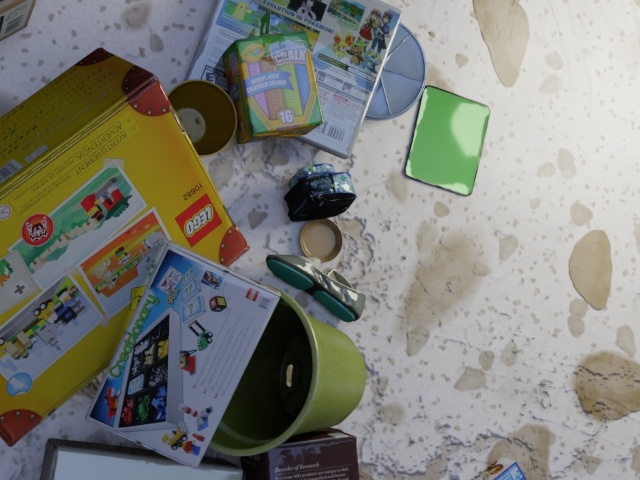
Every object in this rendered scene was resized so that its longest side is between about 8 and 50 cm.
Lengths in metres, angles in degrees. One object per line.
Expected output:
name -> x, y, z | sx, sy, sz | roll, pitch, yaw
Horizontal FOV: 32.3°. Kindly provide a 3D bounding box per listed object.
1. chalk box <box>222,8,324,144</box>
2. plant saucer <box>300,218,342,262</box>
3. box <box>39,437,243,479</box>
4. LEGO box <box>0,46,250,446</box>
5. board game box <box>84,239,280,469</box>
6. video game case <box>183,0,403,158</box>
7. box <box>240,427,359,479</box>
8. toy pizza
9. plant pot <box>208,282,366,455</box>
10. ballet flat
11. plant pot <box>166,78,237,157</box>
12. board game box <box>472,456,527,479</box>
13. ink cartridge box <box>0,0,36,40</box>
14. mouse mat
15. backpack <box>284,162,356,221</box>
chalk box -> -0.089, -0.286, 1.909 | 0.132, 0.132, 0.213 | -11, 89, -14
plant saucer -> 0.000, 0.000, 2.035 | 0.083, 0.015, 0.083 | 1, 86, -20
box -> -0.301, 0.410, 1.831 | 0.311, 0.148, 0.121 | 11, 83, -18
LEGO box -> -0.407, 0.006, 1.710 | 0.500, 0.193, 0.372 | -40, 131, -18
board game box -> -0.213, 0.177, 1.713 | 0.193, 0.053, 0.305 | 26, 95, -5
video game case -> -0.047, -0.345, 2.009 | 0.329, 0.036, 0.300 | 22, 83, -12
box -> -0.035, 0.437, 1.913 | 0.167, 0.168, 0.203 | -4, 88, -20
toy pizza -> 0.103, -0.324, 2.083 | 0.201, 0.032, 0.201 | 1, 88, -15
plant pot -> -0.059, 0.223, 1.852 | 0.254, 0.276, 0.276 | 19, 77, -58
ballet flat -> -0.006, 0.070, 2.006 | 0.213, 0.072, 0.068 | 36, 60, -19
plant pot -> -0.222, -0.205, 1.924 | 0.134, 0.095, 0.134 | 2, 85, -20
board game box -> 0.317, 0.633, 2.084 | 0.319, 0.066, 0.318 | -35, 99, -19
ink cartridge box -> -0.553, -0.356, 1.738 | 0.193, 0.235, 0.088 | -35, 98, -18
mouse mat -> 0.247, -0.193, 2.144 | 0.153, 0.007, 0.189 | 17, 82, -18
backpack -> 0.002, -0.090, 1.996 | 0.114, 0.105, 0.084 | -4, 67, -27
